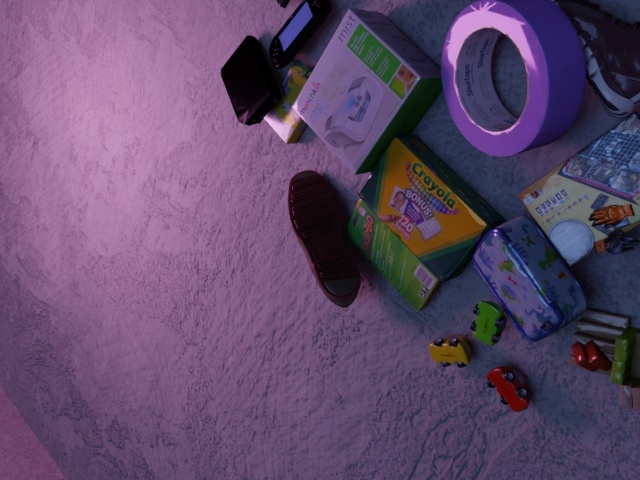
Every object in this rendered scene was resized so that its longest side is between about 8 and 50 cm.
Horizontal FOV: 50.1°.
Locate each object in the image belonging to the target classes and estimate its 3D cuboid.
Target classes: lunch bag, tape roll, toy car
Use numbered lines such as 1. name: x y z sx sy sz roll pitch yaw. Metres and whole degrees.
1. lunch bag: 0.385 0.077 1.288 0.219 0.090 0.176 59 164 15
2. tape roll: 0.335 -0.293 1.223 0.275 0.090 0.274 45 145 44
3. toy car: 0.338 0.207 1.385 0.239 0.053 0.225 29 133 32

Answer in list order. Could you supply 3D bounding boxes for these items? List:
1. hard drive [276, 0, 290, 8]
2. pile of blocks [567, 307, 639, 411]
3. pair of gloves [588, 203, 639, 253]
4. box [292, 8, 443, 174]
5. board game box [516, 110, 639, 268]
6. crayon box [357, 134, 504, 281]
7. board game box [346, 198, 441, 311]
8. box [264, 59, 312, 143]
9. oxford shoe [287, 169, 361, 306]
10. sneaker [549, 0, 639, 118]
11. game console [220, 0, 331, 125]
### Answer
1. hard drive: -0.070 -0.625 1.598 0.135 0.022 0.094 -50 49 34
2. pile of blocks: 0.584 0.251 1.175 0.362 0.113 0.149 38 121 28
3. pair of gloves: 0.502 -0.018 1.174 0.074 0.010 0.083 -11 93 31
4. box: 0.102 -0.316 1.464 0.231 0.127 0.262 50 127 19
5. board game box: 0.495 -0.085 1.200 0.243 0.042 0.165 -38 78 29
6. crayon box: 0.225 -0.071 1.434 0.278 0.081 0.165 48 125 23
7. board game box: 0.160 0.027 1.521 0.259 0.039 0.124 46 142 21
8. box: -0.059 -0.334 1.650 0.105 0.043 0.179 50 128 22
9. oxford shoe: 0.000 0.000 1.617 0.130 0.123 0.348 87 169 -66
10. sneaker: 0.500 -0.356 1.153 0.162 0.106 0.281 -30 75 22
11. game console: -0.107 -0.456 1.637 0.361 0.044 0.213 -43 54 30
